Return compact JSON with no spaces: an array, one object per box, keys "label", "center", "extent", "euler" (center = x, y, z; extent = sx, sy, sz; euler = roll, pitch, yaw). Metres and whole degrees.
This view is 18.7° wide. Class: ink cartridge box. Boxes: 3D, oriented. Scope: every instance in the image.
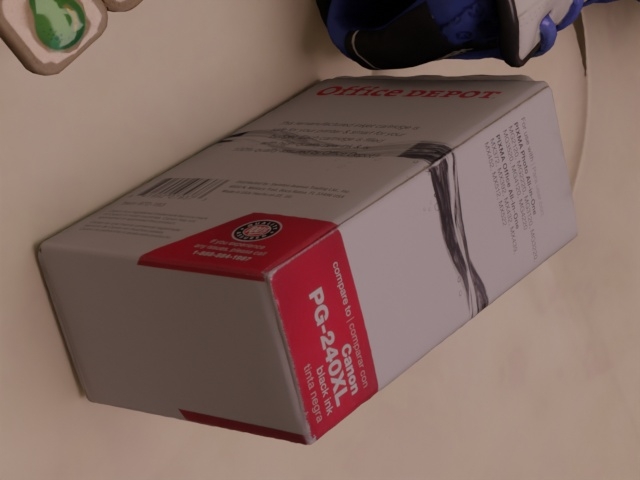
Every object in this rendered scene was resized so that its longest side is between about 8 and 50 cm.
[{"label":"ink cartridge box","center":[0.000,0.000,0.656],"extent":[0.150,0.109,0.063],"euler":[-33,117,-40]}]

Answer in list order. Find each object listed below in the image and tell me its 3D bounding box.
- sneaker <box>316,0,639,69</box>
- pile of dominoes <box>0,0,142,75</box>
[{"label":"sneaker","center":[0.087,-0.126,0.739],"extent":[0.315,0.127,0.182],"euler":[31,76,-37]},{"label":"pile of dominoes","center":[-0.126,-0.143,0.499],"extent":[0.196,0.040,0.251],"euler":[-46,117,-16]}]
